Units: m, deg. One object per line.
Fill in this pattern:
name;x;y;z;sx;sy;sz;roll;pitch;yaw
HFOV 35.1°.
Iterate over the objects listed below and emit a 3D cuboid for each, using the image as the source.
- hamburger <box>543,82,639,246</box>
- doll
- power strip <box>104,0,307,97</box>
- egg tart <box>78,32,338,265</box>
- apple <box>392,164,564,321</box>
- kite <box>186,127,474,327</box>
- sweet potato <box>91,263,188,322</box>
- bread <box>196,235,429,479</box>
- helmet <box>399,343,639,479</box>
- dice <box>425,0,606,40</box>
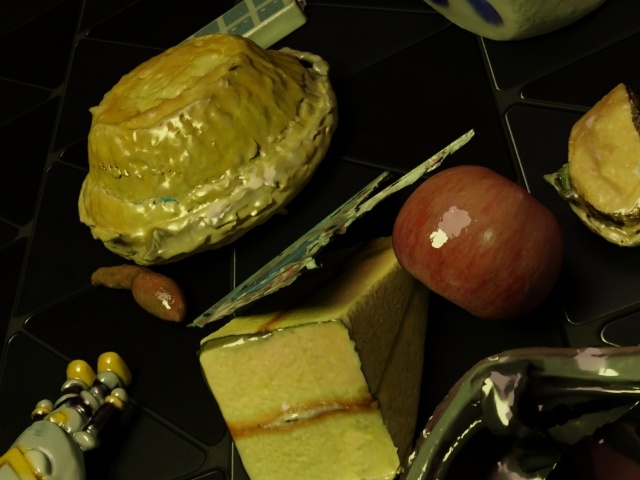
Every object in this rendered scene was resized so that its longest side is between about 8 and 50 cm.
hamburger;0.267;-0.054;0.927;0.102;0.087;0.176;-29;45;29
doll;-0.282;0.247;1.044;0.145;0.103;0.316;5;41;13
power strip;-0.183;-0.267;1.517;0.367;0.043;0.106;-32;38;8
egg tart;-0.161;-0.138;1.282;0.388;0.169;0.388;-21;36;16
apple;0.144;0.001;0.907;0.153;0.153;0.120;33;93;50
kite;0.000;0.001;0.988;0.368;0.014;0.406;-34;6;24
sweet potato;-0.221;0.055;1.230;0.214;0.050;0.050;17;64;51
bread;0.031;0.110;0.980;0.167;0.163;0.264;-15;12;32
helmet;0.206;0.210;0.607;0.338;0.197;0.271;-1;64;44
dice;0.219;-0.395;1.174;0.259;0.243;0.251;-47;39;-6
